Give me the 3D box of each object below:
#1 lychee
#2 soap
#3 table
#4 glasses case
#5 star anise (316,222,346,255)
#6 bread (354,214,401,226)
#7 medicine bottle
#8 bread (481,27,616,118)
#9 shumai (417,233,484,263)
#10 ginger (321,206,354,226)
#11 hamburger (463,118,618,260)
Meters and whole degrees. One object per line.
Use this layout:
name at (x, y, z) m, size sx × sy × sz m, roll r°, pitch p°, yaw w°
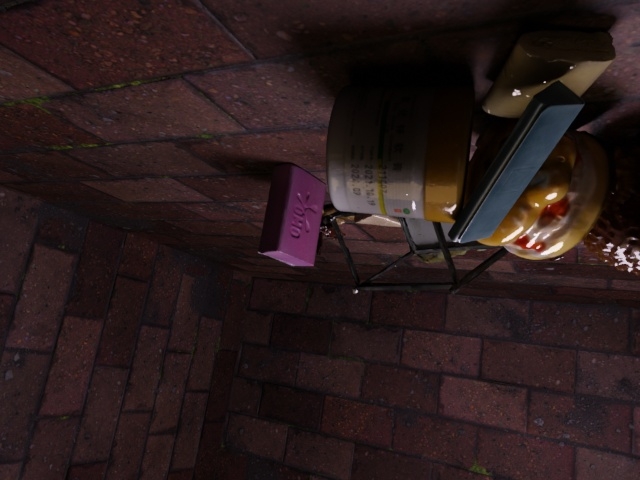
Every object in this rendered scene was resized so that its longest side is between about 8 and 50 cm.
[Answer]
lychee at (0.623, -0.062, 0.962) m, size 0.267 × 0.267 × 0.267 m, roll 9°, pitch 167°, yaw 2°
soap at (-0.075, -0.066, 1.411) m, size 0.081 × 0.259 × 0.181 m, roll -1°, pitch 163°, yaw 36°
table at (0.238, -0.024, 1.205) m, size 0.272 × 0.222 × 0.335 m, roll -28°, pitch -169°, yaw -35°
glasses case at (0.293, -0.103, 0.758) m, size 0.056 × 0.105 × 0.266 m, roll 39°, pitch 137°, yaw 19°
star anise at (-0.006, -0.004, 1.686) m, size 0.158 × 0.144 × 0.140 m, roll 11°, pitch 165°, yaw 13°
bread at (0.198, -0.081, 1.559) m, size 0.152 × 0.077 × 0.105 m, roll 17°, pitch 161°, yaw -21°
medicine bottle at (0.149, -0.158, 0.893) m, size 0.232 × 0.238 × 0.238 m, roll 6°, pitch 167°, yaw 16°
bread at (0.341, -0.250, 0.759) m, size 0.139 × 0.060 × 0.178 m, roll 8°, pitch 167°, yaw 1°
shumai at (0.389, -0.050, 1.447) m, size 0.218 × 0.189 × 0.256 m, roll -10°, pitch 164°, yaw -13°
ginger at (0.056, -0.084, 1.710) m, size 0.214 × 0.059 × 0.133 m, roll -2°, pitch 155°, yaw 36°
hamburger at (0.382, -0.101, 0.916) m, size 0.186 × 0.261 × 0.302 m, roll 14°, pitch -173°, yaw -17°
